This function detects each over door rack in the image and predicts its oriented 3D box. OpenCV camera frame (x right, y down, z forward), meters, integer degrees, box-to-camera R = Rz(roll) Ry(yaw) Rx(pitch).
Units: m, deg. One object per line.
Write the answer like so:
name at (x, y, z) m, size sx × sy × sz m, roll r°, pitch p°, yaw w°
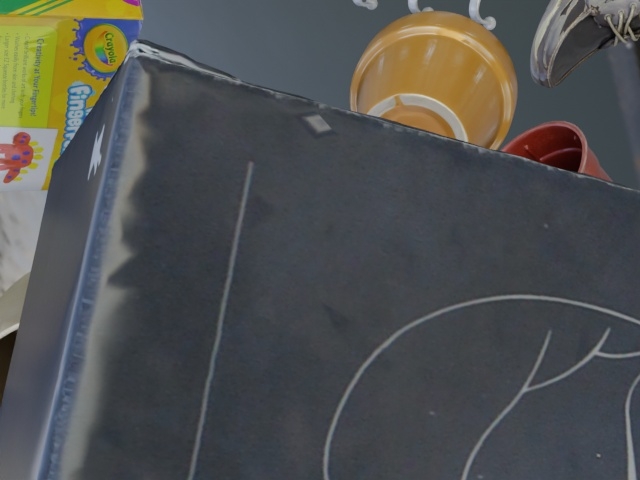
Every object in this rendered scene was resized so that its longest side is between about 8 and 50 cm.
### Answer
over door rack at (0.212, -0.465, 1.477) m, size 0.240 × 0.324 × 0.108 m, roll 19°, pitch 173°, yaw 39°

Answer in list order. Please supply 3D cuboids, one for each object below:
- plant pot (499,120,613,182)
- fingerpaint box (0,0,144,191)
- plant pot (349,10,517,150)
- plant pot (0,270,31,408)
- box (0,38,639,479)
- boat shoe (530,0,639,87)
plant pot at (0.467, -0.039, 1.923) m, size 0.265 × 0.272 × 0.272 m, roll 37°, pitch 164°, yaw -27°
fingerpaint box at (-0.510, -0.267, 1.641) m, size 0.444 × 0.371 × 0.163 m, roll 118°, pitch 143°, yaw -53°
plant pot at (0.125, -0.148, 1.205) m, size 0.205 × 0.188 × 0.205 m, roll 6°, pitch 119°, yaw 12°
plant pot at (-0.331, 0.145, 1.285) m, size 0.274 × 0.257 × 0.256 m, roll -127°, pitch 21°, yaw -61°
box at (0.059, 0.214, 0.530) m, size 0.297 × 0.472 × 0.479 m, roll 169°, pitch 113°, yaw -68°
boat shoe at (0.488, -0.398, 1.699) m, size 0.130 × 0.355 × 0.132 m, roll 35°, pitch 176°, yaw 32°
